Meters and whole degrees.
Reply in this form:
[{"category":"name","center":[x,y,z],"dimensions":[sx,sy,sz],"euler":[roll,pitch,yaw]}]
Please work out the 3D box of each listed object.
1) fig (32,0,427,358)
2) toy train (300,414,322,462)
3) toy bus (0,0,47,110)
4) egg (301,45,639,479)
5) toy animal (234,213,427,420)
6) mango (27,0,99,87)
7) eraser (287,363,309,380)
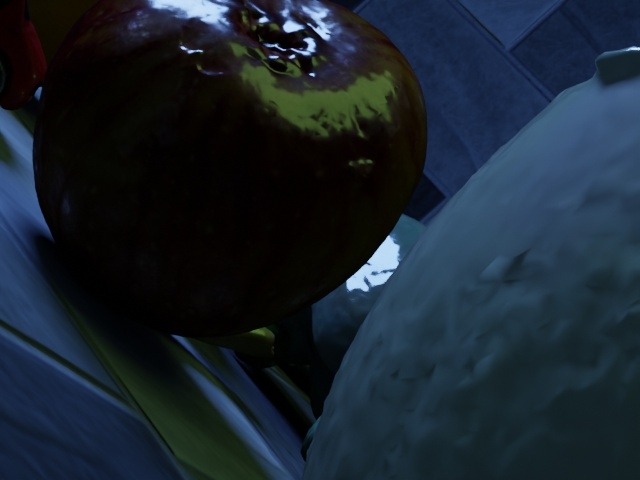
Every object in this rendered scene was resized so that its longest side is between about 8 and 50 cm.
[{"category":"fig","center":[-0.056,-0.017,0.876],"dimensions":[0.175,0.207,0.175],"euler":[20,40,-17]},{"category":"toy train","center":[0.081,0.168,0.716],"dimensions":[0.253,0.105,0.157],"euler":[50,-10,10]},{"category":"toy bus","center":[-0.195,-0.153,0.939],"dimensions":[0.195,0.089,0.081],"euler":[47,3,-19]},{"category":"egg","center":[0.095,0.121,0.425],"dimensions":[0.337,0.201,0.337],"euler":[49,-24,30]},{"category":"toy animal","center":[0.002,0.001,1.112],"dimensions":[0.127,0.125,0.251],"euler":[2,49,-42]},{"category":"mango","center":[-0.185,-0.174,1.122],"dimensions":[0.253,0.113,0.138],"euler":[43,5,-40]},{"category":"eraser","center":[-0.025,-0.007,1.347],"dimensions":[0.155,0.101,0.332],"euler":[46,4,-23]}]
